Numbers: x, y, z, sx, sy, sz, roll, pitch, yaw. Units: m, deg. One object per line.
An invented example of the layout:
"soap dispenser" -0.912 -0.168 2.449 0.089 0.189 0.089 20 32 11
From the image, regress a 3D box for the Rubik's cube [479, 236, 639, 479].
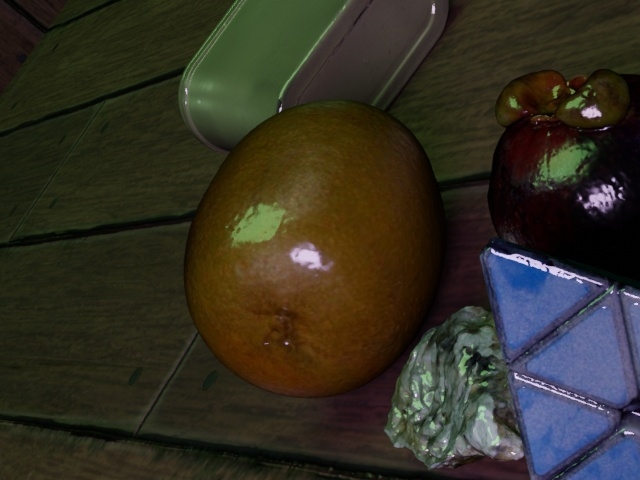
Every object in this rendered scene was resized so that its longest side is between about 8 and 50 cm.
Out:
"Rubik's cube" 0.134 0.077 0.843 0.190 0.178 0.211 -57 22 -7

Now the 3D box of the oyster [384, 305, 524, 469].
"oyster" 0.096 0.094 1.035 0.177 0.064 0.125 -8 51 62

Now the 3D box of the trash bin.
"trash bin" -0.009 -0.185 1.598 0.243 0.121 0.247 -55 26 -9

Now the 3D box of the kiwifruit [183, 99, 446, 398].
"kiwifruit" 0.000 0.000 1.193 0.196 0.196 0.234 -38 21 28

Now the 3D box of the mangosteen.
"mangosteen" 0.169 -0.044 0.990 0.152 0.152 0.152 -41 24 23
